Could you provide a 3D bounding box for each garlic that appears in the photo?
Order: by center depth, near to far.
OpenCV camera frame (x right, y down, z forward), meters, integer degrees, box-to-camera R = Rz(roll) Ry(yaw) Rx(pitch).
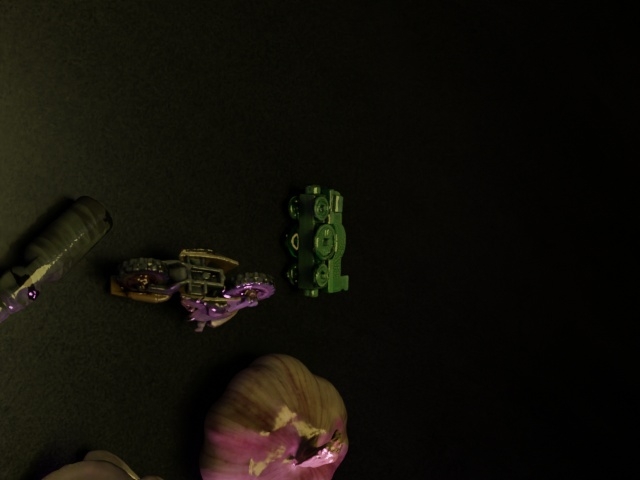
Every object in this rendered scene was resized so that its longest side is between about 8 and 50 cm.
[{"bbox_3d":[-0.040,0.286,1.385,0.245,0.253,0.245,3,86,-37],"label":"garlic"}]

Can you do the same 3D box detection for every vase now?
[{"bbox_3d":[-0.347,0.032,1.200,0.211,0.060,0.060,-50,124,-29],"label":"vase"}]

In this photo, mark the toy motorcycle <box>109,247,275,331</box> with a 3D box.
[{"bbox_3d":[-0.180,0.071,1.334,0.229,0.130,0.094,9,63,-31],"label":"toy motorcycle"}]

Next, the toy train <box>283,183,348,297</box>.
[{"bbox_3d":[0.000,0.000,1.525,0.105,0.071,0.178,-4,97,-51],"label":"toy train"}]

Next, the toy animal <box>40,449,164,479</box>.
[{"bbox_3d":[-0.227,0.412,1.233,0.206,0.272,0.265,-38,134,-8],"label":"toy animal"}]
